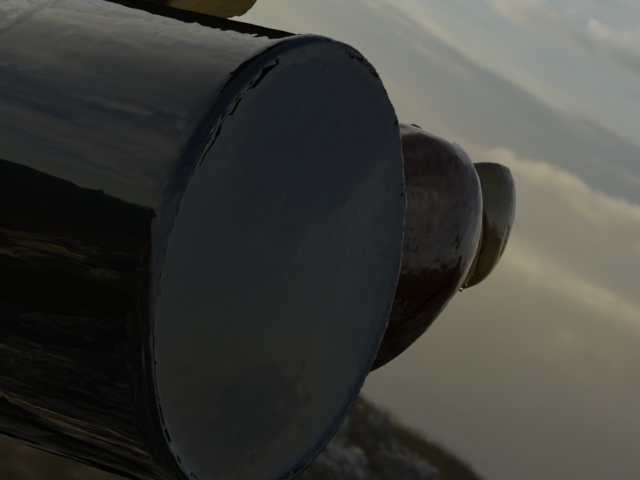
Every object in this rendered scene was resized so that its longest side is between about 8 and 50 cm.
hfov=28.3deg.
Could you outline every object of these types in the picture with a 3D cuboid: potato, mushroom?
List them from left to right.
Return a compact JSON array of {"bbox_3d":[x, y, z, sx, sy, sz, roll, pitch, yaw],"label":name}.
[{"bbox_3d":[0.012,0.005,1.014,0.195,0.283,0.263,47,-34,10],"label":"mushroom"},{"bbox_3d":[0.204,-0.009,1.562,0.100,0.120,0.261,-14,-16,-17],"label":"potato"}]

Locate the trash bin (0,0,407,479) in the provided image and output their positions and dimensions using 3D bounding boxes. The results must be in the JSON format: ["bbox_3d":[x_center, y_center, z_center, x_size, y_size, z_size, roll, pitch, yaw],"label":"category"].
[{"bbox_3d":[-0.146,-0.021,0.542,0.333,0.214,0.214,14,-1,28],"label":"trash bin"}]

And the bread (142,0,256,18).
[{"bbox_3d":[-0.102,-0.401,1.132,0.143,0.333,0.323,-10,-16,-35],"label":"bread"}]
